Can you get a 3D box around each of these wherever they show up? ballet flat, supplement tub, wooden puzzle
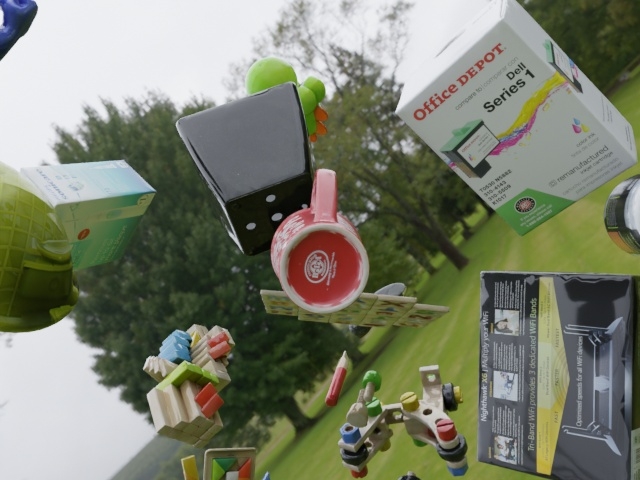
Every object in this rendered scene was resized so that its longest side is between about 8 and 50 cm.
[{"bbox_3d":[0.138,0.165,1.667,0.173,0.049,0.057,-40,41,-5],"label":"ballet flat"},{"bbox_3d":[0.437,-0.034,0.894,0.117,0.117,0.190,-45,-7,8],"label":"supplement tub"},{"bbox_3d":[-0.111,0.289,0.840,0.116,0.079,0.014,0,-3,-31],"label":"wooden puzzle"}]

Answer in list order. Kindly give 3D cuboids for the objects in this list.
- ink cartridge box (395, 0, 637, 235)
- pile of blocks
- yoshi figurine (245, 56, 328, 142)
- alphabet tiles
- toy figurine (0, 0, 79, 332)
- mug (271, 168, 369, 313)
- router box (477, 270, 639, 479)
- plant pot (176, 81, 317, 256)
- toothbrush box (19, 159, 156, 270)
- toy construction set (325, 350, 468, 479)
[{"bbox_3d":[0.275,-0.173,0.991,0.201,0.278,0.117,-39,16,36],"label":"ink cartridge box"},{"bbox_3d":[-0.231,0.225,1.294,0.112,0.149,0.362,-43,19,10],"label":"pile of blocks"},{"bbox_3d":[-0.112,-0.279,1.513,0.362,0.202,0.204,142,131,-60],"label":"yoshi figurine"},{"bbox_3d":[0.048,0.116,1.139,0.342,0.284,0.011,97,178,-77],"label":"alphabet tiles"},{"bbox_3d":[-0.248,-0.135,0.347,0.217,0.362,0.191,-56,-12,11],"label":"toy figurine"},{"bbox_3d":[-0.008,0.006,0.767,0.113,0.150,0.169,-23,6,0],"label":"mug"},{"bbox_3d":[0.363,0.201,1.047,0.242,0.309,0.081,0,-2,45],"label":"router box"},{"bbox_3d":[-0.084,-0.090,1.035,0.188,0.167,0.188,-20,-39,-5],"label":"plant pot"},{"bbox_3d":[-0.540,-0.050,1.525,0.216,0.126,0.295,-56,-18,23],"label":"toothbrush box"},{"bbox_3d":[0.151,0.333,1.397,0.257,0.309,0.237,-34,17,30],"label":"toy construction set"}]
